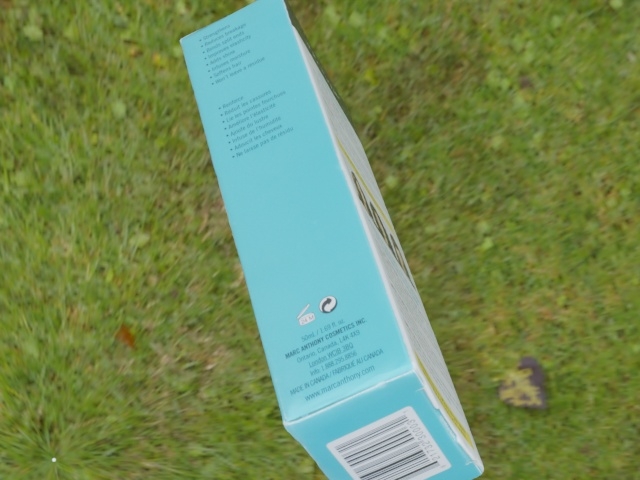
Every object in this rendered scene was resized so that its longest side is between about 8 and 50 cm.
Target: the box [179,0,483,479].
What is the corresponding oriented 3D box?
[{"bbox_3d":[0.000,0.000,0.647,0.060,0.100,0.244,-25,49,8],"label":"box"}]
